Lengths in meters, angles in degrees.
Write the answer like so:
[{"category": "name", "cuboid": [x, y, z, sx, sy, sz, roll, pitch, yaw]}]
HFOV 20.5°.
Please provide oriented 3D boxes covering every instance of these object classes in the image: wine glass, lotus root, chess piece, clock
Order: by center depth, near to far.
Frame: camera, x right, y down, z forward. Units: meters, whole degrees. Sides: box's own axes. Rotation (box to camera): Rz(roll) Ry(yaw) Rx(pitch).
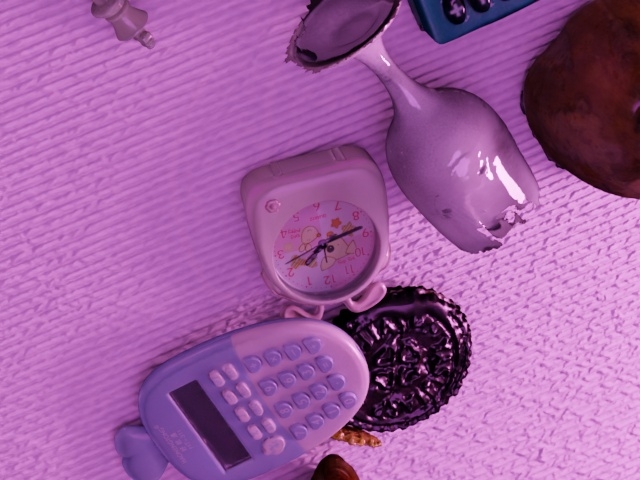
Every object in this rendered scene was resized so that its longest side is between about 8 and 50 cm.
[{"category": "chess piece", "cuboid": [-0.211, -0.236, 1.725, 0.059, 0.059, 0.149, -40, 128, 4]}, {"category": "wine glass", "cuboid": [0.103, -0.125, 1.838, 0.143, 0.143, 0.321, -39, 124, 3]}, {"category": "lotus root", "cuboid": [0.371, -0.149, 1.904, 0.272, 0.192, 0.272, -6, 111, -16]}, {"category": "clock", "cuboid": [0.000, 0.000, 1.908, 0.152, 0.062, 0.191, -14, 118, -8]}]

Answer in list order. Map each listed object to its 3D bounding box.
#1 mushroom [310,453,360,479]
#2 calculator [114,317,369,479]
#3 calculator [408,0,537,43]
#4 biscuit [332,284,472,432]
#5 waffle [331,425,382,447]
[{"category": "mushroom", "cuboid": [-0.066, 0.346, 2.049, 0.218, 0.148, 0.227, 6, 106, -2]}, {"category": "calculator", "cuboid": [-0.091, 0.184, 1.963, 0.303, 0.042, 0.188, -24, 124, 12]}, {"category": "calculator", "cuboid": [0.185, -0.351, 1.797, 0.274, 0.058, 0.248, -26, 121, -3]}, {"category": "biscuit", "cuboid": [0.085, 0.135, 2.016, 0.195, 0.053, 0.194, -8, 119, -14]}, {"category": "waffle", "cuboid": [0.031, 0.224, 2.037, 0.085, 0.078, 0.016, 12, 96, -38]}]
